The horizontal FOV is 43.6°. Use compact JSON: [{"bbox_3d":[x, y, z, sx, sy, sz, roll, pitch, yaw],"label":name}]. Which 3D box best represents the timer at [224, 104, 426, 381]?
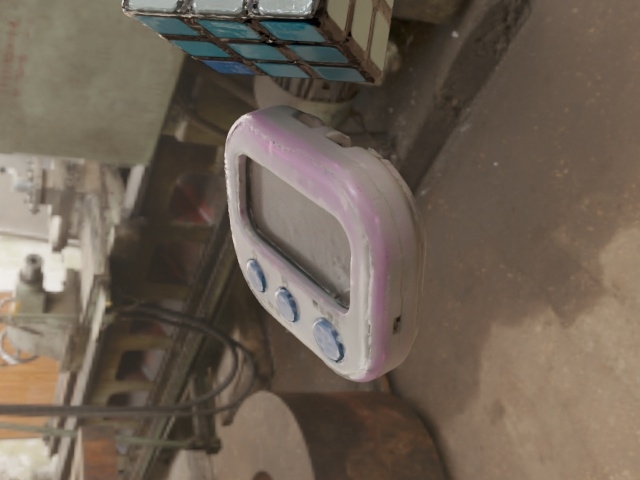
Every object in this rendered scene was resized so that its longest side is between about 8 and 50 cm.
[{"bbox_3d":[0.000,0.000,0.631,0.208,0.069,0.191,39,141,43],"label":"timer"}]

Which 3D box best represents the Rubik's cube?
[{"bbox_3d":[-0.035,-0.223,0.619,0.162,0.160,0.163,10,-91,-70],"label":"Rubik's cube"}]
